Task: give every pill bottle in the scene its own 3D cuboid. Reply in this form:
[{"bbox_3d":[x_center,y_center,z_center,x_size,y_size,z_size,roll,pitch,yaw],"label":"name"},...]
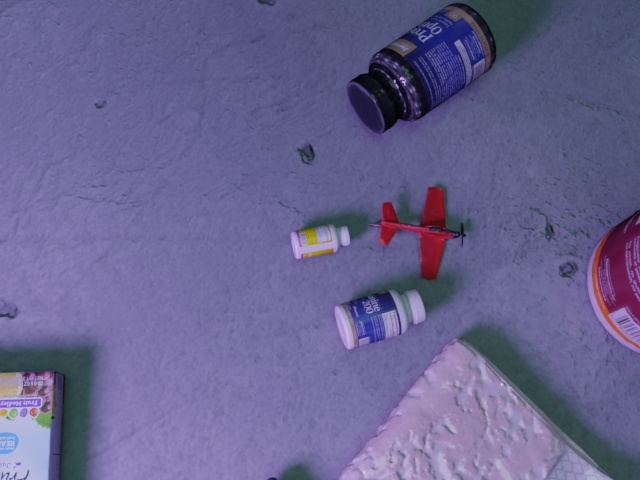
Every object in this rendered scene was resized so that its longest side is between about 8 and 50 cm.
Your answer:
[{"bbox_3d":[0.086,0.109,1.065,0.120,0.067,0.067,-15,76,-9],"label":"pill bottle"},{"bbox_3d":[0.154,-0.262,1.150,0.219,0.123,0.122,-36,80,-14],"label":"pill bottle"},{"bbox_3d":[0.526,0.019,0.956,0.224,0.392,0.224,1,74,-4],"label":"pill bottle"},{"bbox_3d":[0.000,0.000,1.103,0.083,0.043,0.043,-10,75,-8],"label":"pill bottle"}]

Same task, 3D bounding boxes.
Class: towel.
[{"bbox_3d":[0.204,0.350,0.996,0.317,0.053,0.332,41,68,8],"label":"towel"}]

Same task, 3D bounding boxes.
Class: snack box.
[{"bbox_3d":[-0.435,0.280,0.975,0.175,0.070,0.207,-2,76,-6],"label":"snack box"}]

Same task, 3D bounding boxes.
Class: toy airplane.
[{"bbox_3d":[0.148,-0.019,1.128,0.151,0.028,0.151,1,75,-4],"label":"toy airplane"}]

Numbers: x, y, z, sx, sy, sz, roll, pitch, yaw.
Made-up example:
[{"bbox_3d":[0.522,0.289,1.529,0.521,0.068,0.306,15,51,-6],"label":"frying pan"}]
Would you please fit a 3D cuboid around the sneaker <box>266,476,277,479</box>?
[{"bbox_3d":[-0.030,0.374,0.995,0.058,0.052,0.135,-26,85,-21],"label":"sneaker"}]
